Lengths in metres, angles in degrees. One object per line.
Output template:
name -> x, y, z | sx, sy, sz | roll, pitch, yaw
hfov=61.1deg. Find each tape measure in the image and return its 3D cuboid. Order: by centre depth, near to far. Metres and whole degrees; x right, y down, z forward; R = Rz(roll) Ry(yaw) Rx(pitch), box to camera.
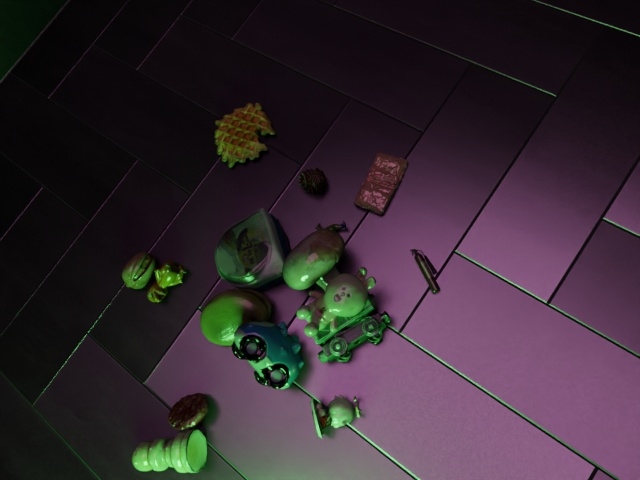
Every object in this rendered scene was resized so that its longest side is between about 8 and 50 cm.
tape measure -> -0.245, 0.047, 1.942 | 0.262, 0.138, 0.259 | -23, 65, 7

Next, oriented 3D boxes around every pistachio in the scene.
pistachio -> -0.690, 0.113, 2.069 | 0.113, 0.113, 0.149 | 23, 63, 22

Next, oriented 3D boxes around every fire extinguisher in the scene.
fire extinguisher -> 0.356, 0.092, 1.812 | 0.049, 0.035, 0.173 | -29, 69, 8

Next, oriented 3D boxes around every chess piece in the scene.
chess piece -> -0.512, 0.704, 1.794 | 0.243, 0.133, 0.133 | -12, 68, 16

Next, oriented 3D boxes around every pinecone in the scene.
pinecone -> -0.030, -0.225, 2.004 | 0.109, 0.102, 0.102 | 28, 80, 33

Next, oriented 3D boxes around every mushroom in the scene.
mushroom -> 0.003, 0.090, 1.820 | 0.243, 0.243, 0.244 | -5, 70, 14

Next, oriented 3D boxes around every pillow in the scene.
pillow -> 0.218, -0.210, 1.955 | 0.126, 0.043, 0.233 | 23, 76, 17

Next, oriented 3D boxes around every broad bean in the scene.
broad bean -> -0.301, 0.263, 1.877 | 0.263, 0.121, 0.189 | -28, 100, 7

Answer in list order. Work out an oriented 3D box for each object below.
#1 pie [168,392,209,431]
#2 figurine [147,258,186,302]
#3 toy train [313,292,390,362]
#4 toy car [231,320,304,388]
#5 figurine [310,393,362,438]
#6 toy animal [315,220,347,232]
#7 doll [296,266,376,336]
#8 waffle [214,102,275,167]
pie -> -0.444, 0.575, 1.827 | 0.154, 0.036, 0.154 | -21, 31, 13
figurine -> -0.595, 0.148, 2.041 | 0.176, 0.121, 0.122 | -58, 38, 1
toy train -> 0.096, 0.293, 1.775 | 0.269, 0.115, 0.154 | -34, 57, 2
toy car -> -0.161, 0.357, 1.767 | 0.190, 0.188, 0.255 | -43, 95, -20
figurine -> 0.053, 0.538, 1.698 | 0.153, 0.132, 0.132 | -14, 67, -2
toy animal -> -0.008, -0.014, 1.949 | 0.216, 0.041, 0.075 | -35, 71, 6
doll -> 0.049, 0.191, 1.716 | 0.275, 0.113, 0.155 | -36, 74, -6
waffle -> -0.313, -0.424, 2.175 | 0.250, 0.056, 0.261 | -25, 68, 6
